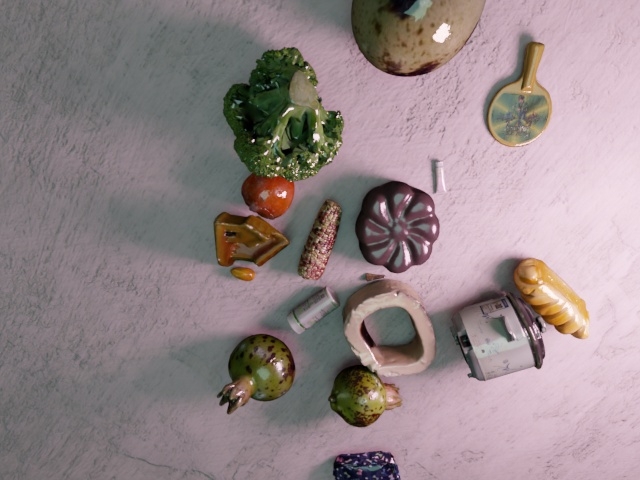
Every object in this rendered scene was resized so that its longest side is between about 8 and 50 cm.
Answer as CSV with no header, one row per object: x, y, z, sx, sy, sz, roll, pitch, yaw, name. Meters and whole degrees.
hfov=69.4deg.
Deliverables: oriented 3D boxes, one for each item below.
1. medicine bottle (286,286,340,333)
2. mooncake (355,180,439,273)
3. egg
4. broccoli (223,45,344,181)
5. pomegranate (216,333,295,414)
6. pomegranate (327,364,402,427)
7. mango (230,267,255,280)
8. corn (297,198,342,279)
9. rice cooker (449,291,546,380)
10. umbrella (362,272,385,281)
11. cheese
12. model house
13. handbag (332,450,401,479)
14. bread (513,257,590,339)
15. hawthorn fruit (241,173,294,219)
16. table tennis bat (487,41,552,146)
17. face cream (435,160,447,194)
-0.025,0.248,1.651,0.183,0.086,0.086,-36,100,11,medicine bottle
0.253,-0.041,1.535,0.305,0.154,0.307,1,102,4,mooncake
0.277,-0.664,1.273,0.345,0.345,0.428,36,97,-7,egg
-0.103,-0.358,1.389,0.309,0.321,0.414,3,63,36,broccoli
-0.240,0.456,1.613,0.305,0.242,0.243,-12,108,-37,pomegranate
0.163,0.574,1.669,0.276,0.222,0.204,39,86,-26,pomegranate
-0.277,0.117,1.641,0.089,0.060,0.046,15,64,0,mango
0.000,0.000,1.584,0.098,0.098,0.290,18,101,-3,corn
0.604,0.323,1.557,0.316,0.317,0.265,-17,60,6,rice cooker
0.192,0.131,1.648,0.083,0.020,0.032,-5,65,3,umbrella
0.243,0.315,1.625,0.292,0.153,0.332,-28,100,9,cheese
-0.223,0.007,1.534,0.238,0.268,0.174,5,84,-1,model house
0.177,0.909,1.800,0.259,0.113,0.162,-9,99,5,handbag
0.776,0.191,1.569,0.311,0.173,0.121,43,131,-5,bread
-0.169,-0.161,1.511,0.172,0.173,0.173,0,104,2,hawthorn fruit
0.645,-0.459,1.470,0.198,0.050,0.321,8,109,2,table tennis bat
0.402,-0.209,1.552,0.038,0.020,0.115,-7,107,3,face cream
